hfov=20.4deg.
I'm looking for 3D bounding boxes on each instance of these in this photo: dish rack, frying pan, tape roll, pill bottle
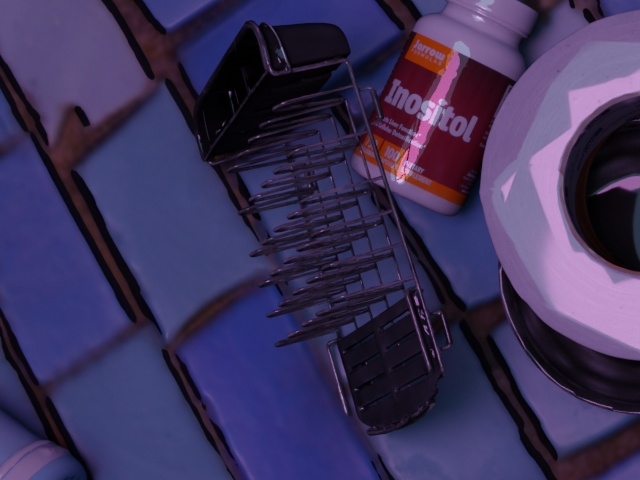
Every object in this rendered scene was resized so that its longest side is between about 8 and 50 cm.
[{"bbox_3d":[0.000,0.000,1.195,0.074,0.208,0.272,-14,80,-17],"label":"dish rack"},{"bbox_3d":[0.202,-0.045,1.191,0.197,0.053,0.326,-16,78,18],"label":"frying pan"},{"bbox_3d":[0.215,-0.033,1.125,0.219,0.072,0.219,-2,85,20],"label":"tape roll"},{"bbox_3d":[0.088,-0.100,1.221,0.086,0.086,0.152,27,96,21],"label":"pill bottle"}]

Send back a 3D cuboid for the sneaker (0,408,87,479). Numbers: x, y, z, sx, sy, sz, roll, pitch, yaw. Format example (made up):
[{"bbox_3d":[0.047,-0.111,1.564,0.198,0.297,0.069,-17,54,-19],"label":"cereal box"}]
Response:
[{"bbox_3d":[-0.342,0.232,1.346,0.208,0.127,0.319,40,91,17],"label":"sneaker"}]
